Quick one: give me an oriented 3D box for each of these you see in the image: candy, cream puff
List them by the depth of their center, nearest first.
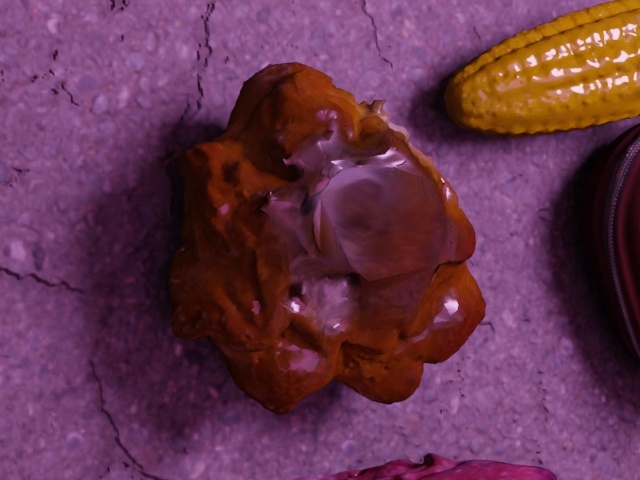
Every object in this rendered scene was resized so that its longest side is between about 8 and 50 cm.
[{"bbox_3d":[0.000,0.000,1.073,0.241,0.155,0.269,-16,101,-22],"label":"cream puff"},{"bbox_3d":[0.192,-0.131,1.184,0.199,0.106,0.094,-17,57,-20],"label":"candy"}]

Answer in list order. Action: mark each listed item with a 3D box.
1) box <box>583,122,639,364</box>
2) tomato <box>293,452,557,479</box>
[{"bbox_3d":[0.413,-0.034,1.276,0.404,0.108,0.263,-26,108,-21],"label":"box"},{"bbox_3d":[0.035,0.278,1.030,0.335,0.289,0.176,-20,103,-26],"label":"tomato"}]
